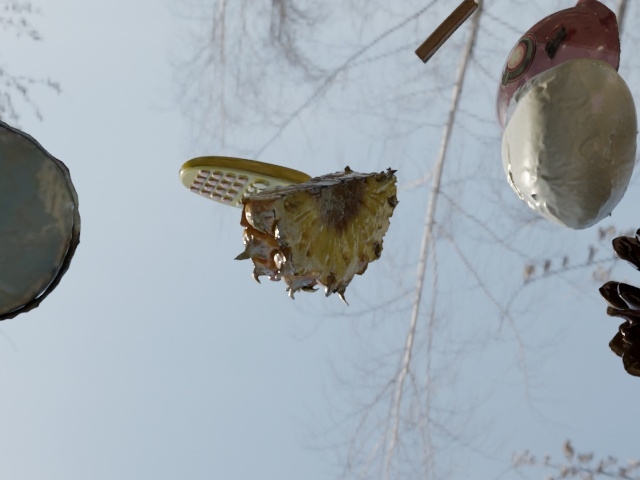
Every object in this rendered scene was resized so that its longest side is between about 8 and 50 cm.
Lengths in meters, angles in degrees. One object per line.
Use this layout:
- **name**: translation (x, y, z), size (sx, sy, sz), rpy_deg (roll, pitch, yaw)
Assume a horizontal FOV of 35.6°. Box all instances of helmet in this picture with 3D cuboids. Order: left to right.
- **helmet**: translation (0.356, -0.249, 1.569), size (0.154, 0.253, 0.198), rpy_deg (-5, -157, -11)

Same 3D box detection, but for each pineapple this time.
- **pineapple**: translation (0.001, 0.000, 1.058), size (0.080, 0.135, 0.233), rpy_deg (2, -165, 38)

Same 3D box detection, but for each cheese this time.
- **cheese**: translation (0.302, -0.123, 1.210), size (0.155, 0.198, 0.189), rpy_deg (-1, -168, -11)

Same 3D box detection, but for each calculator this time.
- **calculator**: translation (-0.087, -0.076, 1.433), size (0.235, 0.146, 0.032), rpy_deg (12, -110, -17)

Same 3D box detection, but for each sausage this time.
- **sausage**: translation (0.184, -0.307, 1.456), size (0.026, 0.116, 0.026), rpy_deg (41, -165, -14)

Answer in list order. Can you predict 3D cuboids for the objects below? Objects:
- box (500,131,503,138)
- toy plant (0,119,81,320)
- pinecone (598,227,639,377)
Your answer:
- **box**: translation (0.367, -0.198, 1.820), size (0.035, 0.083, 0.079), rpy_deg (8, -131, -16)
- **toy plant**: translation (-0.451, -0.040, 1.206), size (0.247, 0.247, 0.332), rpy_deg (-12, -165, -30)
- **pinecone**: translation (0.432, 0.038, 1.083), size (0.264, 0.264, 0.264), rpy_deg (5, -151, -3)
